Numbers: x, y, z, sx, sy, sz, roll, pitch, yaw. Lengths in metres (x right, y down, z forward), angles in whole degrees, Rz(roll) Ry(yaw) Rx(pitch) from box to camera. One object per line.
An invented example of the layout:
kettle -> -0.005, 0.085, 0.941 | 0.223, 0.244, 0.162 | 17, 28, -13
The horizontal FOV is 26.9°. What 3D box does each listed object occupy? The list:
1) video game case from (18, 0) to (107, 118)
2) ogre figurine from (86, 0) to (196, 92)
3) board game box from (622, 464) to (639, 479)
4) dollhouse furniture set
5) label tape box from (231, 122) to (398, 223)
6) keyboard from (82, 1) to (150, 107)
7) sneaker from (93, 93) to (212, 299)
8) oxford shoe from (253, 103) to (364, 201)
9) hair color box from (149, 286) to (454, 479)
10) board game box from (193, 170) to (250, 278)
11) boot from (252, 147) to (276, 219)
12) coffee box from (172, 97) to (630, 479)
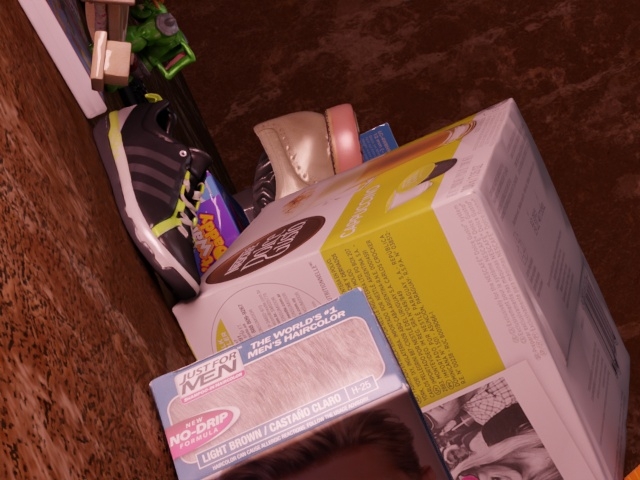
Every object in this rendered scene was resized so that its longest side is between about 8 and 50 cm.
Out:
video game case -> -0.294, -0.274, 1.393 | 0.285, 0.025, 0.204 | -115, 180, -53
ogre figurine -> -0.221, -0.231, 1.632 | 0.197, 0.118, 0.097 | 66, -1, -69
board game box -> 0.445, 0.421, 1.297 | 0.356, 0.356, 0.356 | 49, 1, 41
dollhouse furniture set -> -0.272, -0.299, 1.394 | 0.303, 0.173, 0.356 | 125, -31, -76
label tape box -> 0.014, -0.009, 2.266 | 0.115, 0.347, 0.249 | -111, 176, -71
keyboard -> -0.276, -0.244, 1.919 | 0.201, 0.033, 0.317 | 65, 1, -67
sneaker -> -0.148, -0.055, 1.299 | 0.235, 0.097, 0.084 | 64, 1, 30
oxford shoe -> -0.006, 0.031, 1.695 | 0.140, 0.146, 0.397 | 100, -16, -85
hair color box -> 0.017, 0.204, 1.049 | 0.347, 0.174, 0.105 | 64, 2, -47
board game box -> -0.105, 0.055, 1.709 | 0.347, 0.078, 0.233 | 62, 3, -83
boot -> 0.000, 0.002, 1.983 | 0.445, 0.146, 0.367 | -84, 162, -83
coffee box -> 0.102, 0.101, 1.400 | 0.338, 0.334, 0.337 | 64, 21, -12
